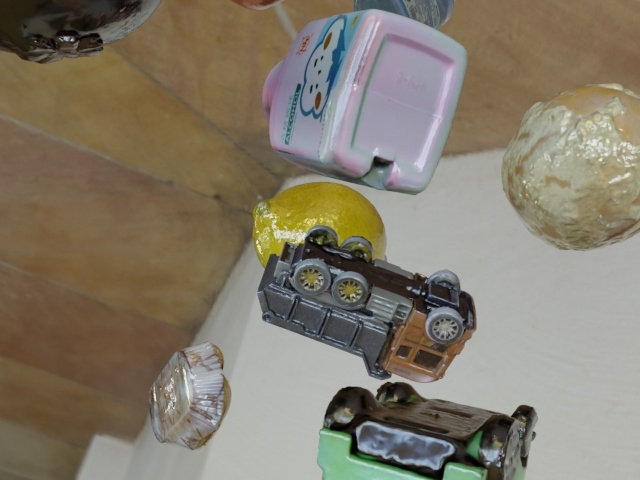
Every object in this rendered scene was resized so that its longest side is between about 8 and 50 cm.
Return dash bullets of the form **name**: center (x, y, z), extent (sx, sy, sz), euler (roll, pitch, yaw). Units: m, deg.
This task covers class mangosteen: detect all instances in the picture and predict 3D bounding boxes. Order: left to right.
- **mangosteen**: center (-0.312, -0.374, 0.937), extent (0.306, 0.347, 0.307), euler (-11, -176, 1)

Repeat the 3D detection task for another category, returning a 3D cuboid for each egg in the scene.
- **egg**: center (0.331, -0.088, 1.072), extent (0.203, 0.204, 0.245), euler (18, 162, -5)

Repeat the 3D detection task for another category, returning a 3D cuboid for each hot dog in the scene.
- **hot dog**: center (-0.195, 0.238, 1.278), extent (0.075, 0.144, 0.268), euler (-7, 163, -29)

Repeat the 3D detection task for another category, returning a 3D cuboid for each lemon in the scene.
- **lemon**: center (0.000, 0.000, 1.322), extent (0.244, 0.187, 0.187), euler (18, 147, -27)

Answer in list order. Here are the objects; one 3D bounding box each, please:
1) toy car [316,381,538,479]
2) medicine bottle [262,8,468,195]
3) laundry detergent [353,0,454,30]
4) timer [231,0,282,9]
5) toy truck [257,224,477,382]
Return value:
- **toy car**: center (0.124, 0.269, 1.007), extent (0.213, 0.177, 0.358), euler (8, 178, 24)
- **medicine bottle**: center (0.021, -0.107, 0.667), extent (0.094, 0.119, 0.188), euler (16, -177, -24)
- **laundry detergent**: center (0.157, -0.405, 1.462), extent (0.094, 0.290, 0.143), euler (-10, 112, 34)
- **timer**: center (-0.127, -0.592, 1.736), extent (0.229, 0.230, 0.215), euler (-15, 123, 36)
- **toy truck**: center (0.040, 0.058, 0.779), extent (0.192, 0.083, 0.092), euler (21, 117, -4)
